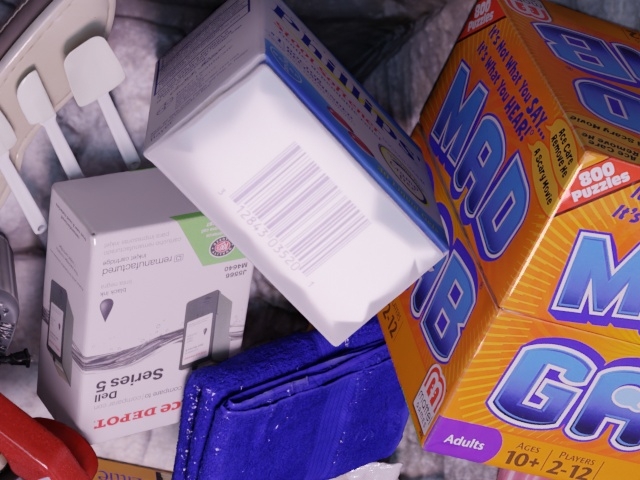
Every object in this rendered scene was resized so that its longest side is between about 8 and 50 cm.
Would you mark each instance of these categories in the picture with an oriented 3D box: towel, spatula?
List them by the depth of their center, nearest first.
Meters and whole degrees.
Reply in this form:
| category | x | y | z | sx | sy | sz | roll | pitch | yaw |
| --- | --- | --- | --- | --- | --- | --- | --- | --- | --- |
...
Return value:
| category | x | y | z | sx | sy | sz | roll | pitch | yaw |
| --- | --- | --- | --- | --- | --- | --- | --- | --- | --- |
| spatula | -0.258 | -0.099 | 1.716 | 0.168 | 0.019 | 0.242 | -35 | 151 | -10 |
| towel | -0.020 | 0.204 | 1.931 | 0.308 | 0.076 | 0.227 | -16 | 129 | -35 |

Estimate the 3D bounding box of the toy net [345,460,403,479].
| category | x | y | z | sx | sy | sz | roll | pitch | yaw |
| --- | --- | --- | --- | --- | --- | --- | --- | --- | --- |
| toy net | 0.111 | 0.334 | 2.140 | 0.232 | 0.045 | 0.122 | 32 | 113 | -26 |

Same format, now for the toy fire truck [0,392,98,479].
| category | x | y | z | sx | sy | sz | roll | pitch | yaw |
| --- | --- | --- | --- | --- | --- | --- | --- | --- | --- |
| toy fire truck | -0.387 | 0.219 | 1.752 | 0.302 | 0.169 | 0.254 | -5 | 130 | 35 |

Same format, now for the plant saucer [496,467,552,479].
| category | x | y | z | sx | sy | sz | roll | pitch | yaw |
| --- | --- | --- | --- | --- | --- | --- | --- | --- | --- |
| plant saucer | 0.390 | 0.317 | 2.159 | 0.332 | 0.084 | 0.332 | -5 | 123 | -8 |

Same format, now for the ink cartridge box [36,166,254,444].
| category | x | y | z | sx | sy | sz | roll | pitch | yaw |
| --- | --- | --- | --- | --- | --- | --- | --- | --- | --- |
| ink cartridge box | -0.186 | 0.066 | 1.826 | 0.198 | 0.115 | 0.273 | -12 | 127 | -30 |

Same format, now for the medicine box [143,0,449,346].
| category | x | y | z | sx | sy | sz | roll | pitch | yaw |
| --- | --- | --- | --- | --- | --- | --- | --- | --- | --- |
| medicine box | -0.025 | -0.085 | 1.661 | 0.149 | 0.289 | 0.263 | -40 | 109 | 14 |

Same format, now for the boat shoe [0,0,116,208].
| category | x | y | z | sx | sy | sz | roll | pitch | yaw |
| --- | --- | --- | --- | --- | --- | --- | --- | --- | --- |
| boat shoe | -0.318 | -0.149 | 1.698 | 0.116 | 0.096 | 0.324 | 0 | 133 | -51 |

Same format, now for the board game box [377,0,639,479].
| category | x | y | z | sx | sy | sz | roll | pitch | yaw |
| --- | --- | --- | --- | --- | --- | --- | --- | --- | --- |
| board game box | 0.294 | 0.010 | 1.773 | 0.356 | 0.356 | 0.356 | 15 | 119 | -20 |

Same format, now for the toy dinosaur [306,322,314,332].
| category | x | y | z | sx | sy | sz | roll | pitch | yaw |
| --- | --- | --- | --- | --- | --- | --- | --- | --- | --- |
| toy dinosaur | 0.000 | 0.000 | 1.898 | 0.112 | 0.064 | 0.211 | -16 | 115 | 14 |

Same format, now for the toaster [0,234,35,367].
| category | x | y | z | sx | sy | sz | roll | pitch | yaw |
| --- | --- | --- | --- | --- | --- | --- | --- | --- | --- |
| toaster | -0.404 | 0.052 | 1.788 | 0.227 | 0.146 | 0.129 | 15 | 119 | -19 |

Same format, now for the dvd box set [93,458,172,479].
| category | x | y | z | sx | sy | sz | roll | pitch | yaw |
| --- | --- | --- | --- | --- | --- | --- | --- | --- | --- |
| dvd box set | -0.362 | 0.382 | 2.063 | 0.420 | 0.062 | 0.307 | 15 | 119 | -20 |
